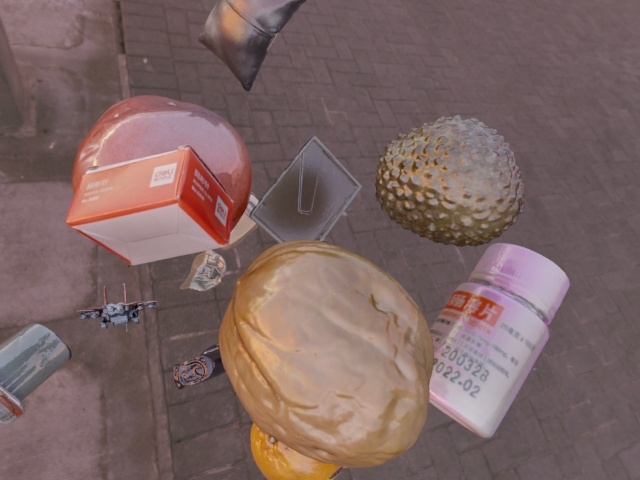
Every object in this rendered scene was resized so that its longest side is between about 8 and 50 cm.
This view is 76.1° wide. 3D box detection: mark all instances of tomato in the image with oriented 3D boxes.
[{"bbox_3d":[-0.312,-0.141,0.820,0.341,0.273,0.341,22,23,-10],"label":"tomato"}]

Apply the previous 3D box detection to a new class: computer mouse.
[{"bbox_3d":[-0.318,-0.075,1.545,0.236,0.082,0.145,-44,101,-7],"label":"computer mouse"}]

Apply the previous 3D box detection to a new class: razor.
[{"bbox_3d":[-0.413,0.464,1.556,0.189,0.327,0.107,-23,84,7],"label":"razor"}]

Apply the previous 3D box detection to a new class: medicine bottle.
[{"bbox_3d":[0.375,0.213,0.923,0.219,0.219,0.388,36,80,2],"label":"medicine bottle"}]

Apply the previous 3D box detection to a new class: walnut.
[{"bbox_3d":[0.013,0.148,0.572,0.313,0.277,0.252,36,86,-13],"label":"walnut"}]

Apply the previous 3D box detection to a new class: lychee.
[{"bbox_3d":[0.239,-0.103,0.766,0.274,0.255,0.255,-11,64,-8],"label":"lychee"}]

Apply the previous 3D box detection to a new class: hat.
[{"bbox_3d":[-0.557,0.165,1.969,0.149,0.244,0.214,29,65,-16],"label":"hat"}]

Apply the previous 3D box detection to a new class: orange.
[{"bbox_3d":[-0.046,0.429,0.890,0.193,0.219,0.219,-1,59,-44],"label":"orange"}]

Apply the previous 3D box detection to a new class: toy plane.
[{"bbox_3d":[-0.609,0.225,1.261,0.222,0.326,0.105,-6,69,-19],"label":"toy plane"}]

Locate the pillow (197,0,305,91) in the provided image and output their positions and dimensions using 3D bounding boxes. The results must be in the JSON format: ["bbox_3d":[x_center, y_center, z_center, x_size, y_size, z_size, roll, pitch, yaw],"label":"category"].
[{"bbox_3d":[-0.163,-0.491,0.911,0.186,0.250,0.106,45,30,5],"label":"pillow"}]

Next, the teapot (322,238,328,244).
[{"bbox_3d":[0.000,0.000,2.016,0.080,0.085,0.110,23,40,-25],"label":"teapot"}]

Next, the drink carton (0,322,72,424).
[{"bbox_3d":[-0.776,0.322,1.038,0.185,0.191,0.190,46,33,-14],"label":"drink carton"}]

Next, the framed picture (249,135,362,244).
[{"bbox_3d":[-0.029,-0.100,1.010,0.192,0.018,0.265,44,72,-24],"label":"framed picture"}]

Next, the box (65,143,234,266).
[{"bbox_3d":[-0.233,-0.045,0.580,0.182,0.133,0.099,-11,56,16],"label":"box"}]
